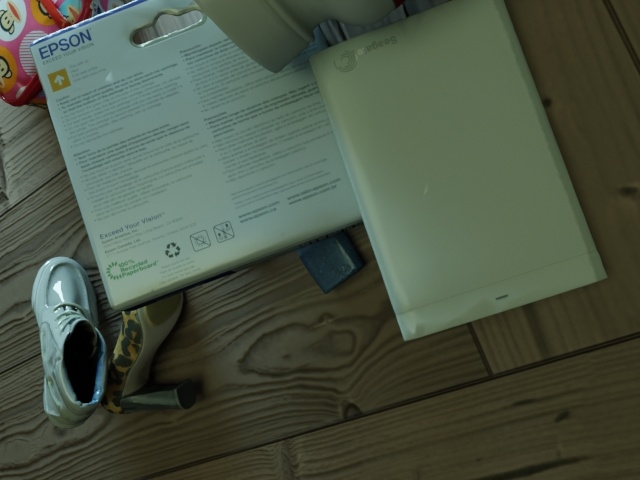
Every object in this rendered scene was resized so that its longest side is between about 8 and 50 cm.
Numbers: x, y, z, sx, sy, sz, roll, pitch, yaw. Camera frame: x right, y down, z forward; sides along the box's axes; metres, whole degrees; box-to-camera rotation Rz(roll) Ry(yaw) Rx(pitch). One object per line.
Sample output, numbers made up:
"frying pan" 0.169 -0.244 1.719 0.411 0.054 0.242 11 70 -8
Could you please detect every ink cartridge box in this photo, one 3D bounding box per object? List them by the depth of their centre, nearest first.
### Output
"ink cartridge box" -0.128 -0.126 0.656 0.324 0.071 0.330 -20 82 2

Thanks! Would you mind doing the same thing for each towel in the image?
"towel" 0.000 0.000 0.689 0.067 0.029 0.119 -38 76 23

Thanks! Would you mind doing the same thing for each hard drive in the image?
"hard drive" 0.132 -0.076 0.575 0.203 0.040 0.307 -19 86 6

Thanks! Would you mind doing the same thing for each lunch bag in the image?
"lunch bag" -0.413 -0.362 0.830 0.258 0.120 0.293 -41 77 20

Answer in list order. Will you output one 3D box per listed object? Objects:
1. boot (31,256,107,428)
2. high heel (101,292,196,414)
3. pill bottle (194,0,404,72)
"boot" -0.346 0.125 0.807 0.123 0.095 0.258 -37 62 44
"high heel" -0.284 0.123 0.814 0.186 0.093 0.261 -11 91 30
"pill bottle" 0.056 -0.346 0.492 0.408 0.229 0.229 -37 77 17
